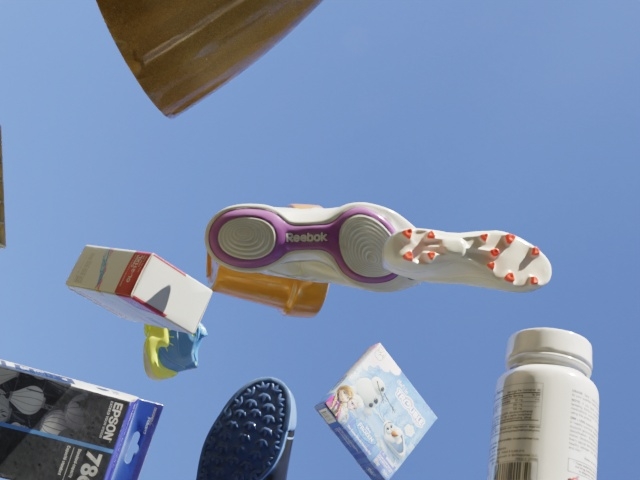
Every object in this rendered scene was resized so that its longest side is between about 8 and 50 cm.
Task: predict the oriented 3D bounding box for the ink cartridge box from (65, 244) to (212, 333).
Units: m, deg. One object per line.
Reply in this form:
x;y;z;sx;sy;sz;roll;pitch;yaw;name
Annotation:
-0.267;0.069;1.363;0.175;0.127;0.072;6;-114;44;ink cartridge box

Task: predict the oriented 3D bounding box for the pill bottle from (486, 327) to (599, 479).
0.344;0.289;1.438;0.160;0.160;0.283;-13;-127;38;pill bottle

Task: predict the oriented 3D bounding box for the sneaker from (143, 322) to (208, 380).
-0.284;0.147;1.806;0.126;0.091;0.240;-5;-97;-5;sneaker

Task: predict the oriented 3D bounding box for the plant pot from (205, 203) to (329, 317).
-0.100;0.031;1.658;0.205;0.188;0.205;-175;-90;-72;plant pot

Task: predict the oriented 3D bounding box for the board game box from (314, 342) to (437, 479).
0.051;0.154;0.834;0.090;0.090;0.020;52;-41;-5;board game box

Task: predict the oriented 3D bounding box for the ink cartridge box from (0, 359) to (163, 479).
-0.413;0.293;1.438;0.065;0.333;0.165;8;-101;66;ink cartridge box

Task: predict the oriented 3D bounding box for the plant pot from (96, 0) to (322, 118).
-0.128;-0.314;1.193;0.254;0.237;0.237;-24;-116;5;plant pot

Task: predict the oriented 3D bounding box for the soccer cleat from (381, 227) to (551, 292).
0.165;0.022;1.072;0.076;0.196;0.068;123;-25;-70;soccer cleat

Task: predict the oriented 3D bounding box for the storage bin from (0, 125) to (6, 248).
-0.536;-0.088;1.142;0.123;0.262;0.260;-41;-134;27;storage bin

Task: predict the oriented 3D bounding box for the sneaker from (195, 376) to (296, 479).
-0.075;0.249;0.909;0.081;0.090;0.232;16;-104;22;sneaker

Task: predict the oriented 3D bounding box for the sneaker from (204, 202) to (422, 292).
0.000;0.000;1.267;0.305;0.152;0.114;9;-90;-4;sneaker
